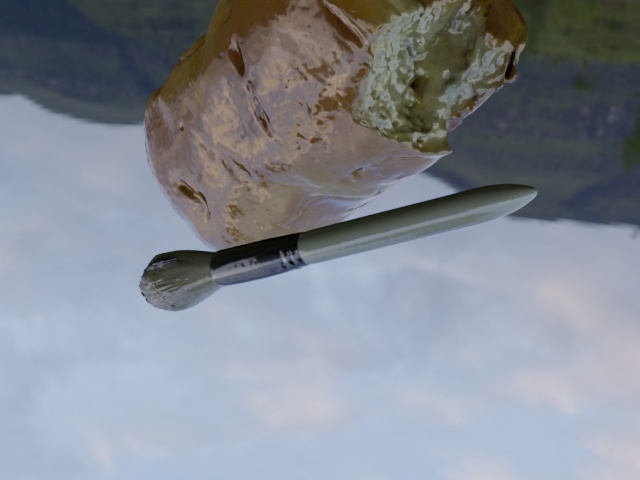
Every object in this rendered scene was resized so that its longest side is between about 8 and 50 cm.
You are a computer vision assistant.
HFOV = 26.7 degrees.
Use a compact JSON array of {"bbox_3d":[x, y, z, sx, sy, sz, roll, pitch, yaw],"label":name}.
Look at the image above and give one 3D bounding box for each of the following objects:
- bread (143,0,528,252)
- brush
[{"bbox_3d":[-0.010,-0.107,1.020,0.195,0.344,0.149,42,-125,-6],"label":"bread"},{"bbox_3d":[0.000,0.000,0.857,0.299,0.042,0.039,-16,177,33],"label":"brush"}]
